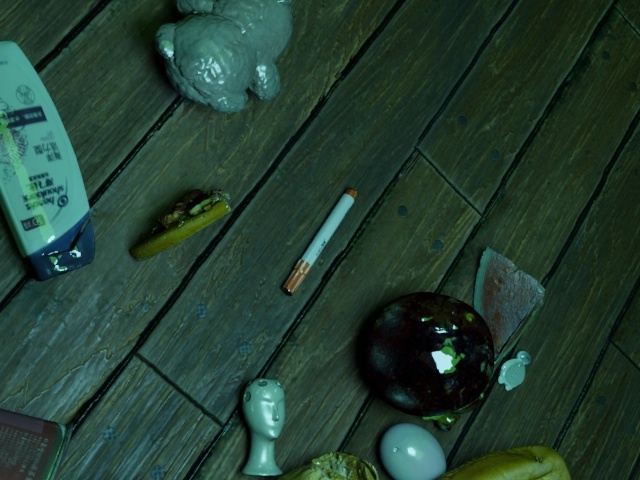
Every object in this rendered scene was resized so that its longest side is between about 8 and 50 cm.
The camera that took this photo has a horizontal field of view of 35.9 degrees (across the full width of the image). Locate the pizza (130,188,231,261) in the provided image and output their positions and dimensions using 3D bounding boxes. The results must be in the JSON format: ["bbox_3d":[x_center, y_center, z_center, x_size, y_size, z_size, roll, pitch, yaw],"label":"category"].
[{"bbox_3d":[-0.215,-0.043,1.599,0.053,0.201,0.193,57,20,-10],"label":"pizza"}]

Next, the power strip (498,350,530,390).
[{"bbox_3d":[0.376,0.251,1.928,0.055,0.035,0.083,43,76,-16],"label":"power strip"}]

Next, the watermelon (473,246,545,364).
[{"bbox_3d":[0.344,0.124,1.868,0.136,0.202,0.207,17,64,15],"label":"watermelon"}]

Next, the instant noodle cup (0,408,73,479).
[{"bbox_3d":[-0.460,0.322,1.332,0.179,0.235,0.234,26,68,-13],"label":"instant noodle cup"}]

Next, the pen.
[{"bbox_3d":[0.000,0.000,1.758,0.028,0.028,0.239,41,63,-17],"label":"pen"}]

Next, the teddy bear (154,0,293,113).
[{"bbox_3d":[-0.153,-0.331,1.662,0.236,0.151,0.267,43,62,-14],"label":"teddy bear"}]

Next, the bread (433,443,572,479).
[{"bbox_3d":[0.307,0.532,1.744,0.337,0.148,0.327,-13,95,-35],"label":"bread"}]

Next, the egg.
[{"bbox_3d":[0.162,0.380,1.734,0.135,0.103,0.103,47,62,-16],"label":"egg"}]

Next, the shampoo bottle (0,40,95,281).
[{"bbox_3d":[-0.440,-0.122,1.502,0.134,0.078,0.359,-23,92,-35],"label":"shampoo bottle"}]

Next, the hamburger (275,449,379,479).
[{"bbox_3d":[0.003,0.458,1.560,0.163,0.244,0.244,-3,82,-27],"label":"hamburger"}]

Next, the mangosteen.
[{"bbox_3d":[0.190,0.230,1.738,0.231,0.231,0.289,-29,130,-31],"label":"mangosteen"}]

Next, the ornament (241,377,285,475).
[{"bbox_3d":[-0.092,0.304,1.620,0.075,0.081,0.156,7,81,-34],"label":"ornament"}]
